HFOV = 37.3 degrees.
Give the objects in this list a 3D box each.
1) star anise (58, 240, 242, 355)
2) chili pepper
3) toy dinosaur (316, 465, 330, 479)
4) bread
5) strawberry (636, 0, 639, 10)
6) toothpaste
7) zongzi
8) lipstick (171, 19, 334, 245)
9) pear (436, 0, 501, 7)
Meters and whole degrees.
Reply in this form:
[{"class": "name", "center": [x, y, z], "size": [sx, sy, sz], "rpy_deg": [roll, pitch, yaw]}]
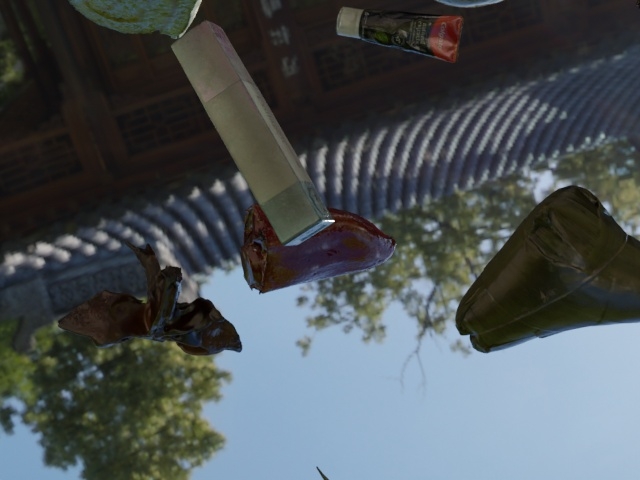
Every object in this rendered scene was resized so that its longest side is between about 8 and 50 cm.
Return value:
[{"class": "star anise", "center": [-0.151, 0.039, 0.900], "size": [0.140, 0.158, 0.144], "rpy_deg": [-12, -122, 23]}, {"class": "chili pepper", "center": [0.000, 0.000, 1.516], "size": [0.252, 0.144, 0.136], "rpy_deg": [-7, -174, -13]}, {"class": "toy dinosaur", "center": [0.039, 0.330, 1.227], "size": [0.041, 0.113, 0.026], "rpy_deg": [-20, -150, 52]}, {"class": "bread", "center": [-0.241, -0.379, 1.289], "size": [0.186, 0.124, 0.257], "rpy_deg": [17, 165, -20]}, {"class": "strawberry", "center": [0.716, -0.457, 1.605], "size": [0.267, 0.312, 0.351], "rpy_deg": [-9, -170, -41]}, {"class": "toothpaste", "center": [0.123, -0.325, 1.458], "size": [0.193, 0.071, 0.045], "rpy_deg": [14, -157, 15]}, {"class": "zongzi", "center": [0.374, 0.105, 1.346], "size": [0.274, 0.300, 0.145], "rpy_deg": [-57, 175, 34]}, {"class": "lipstick", "center": [-0.093, -0.144, 1.281], "size": [0.068, 0.317, 0.066], "rpy_deg": [-32, 172, 15]}, {"class": "pear", "center": [0.260, -0.554, 1.605], "size": [0.304, 0.304, 0.304], "rpy_deg": [-15, -160, 6]}]
